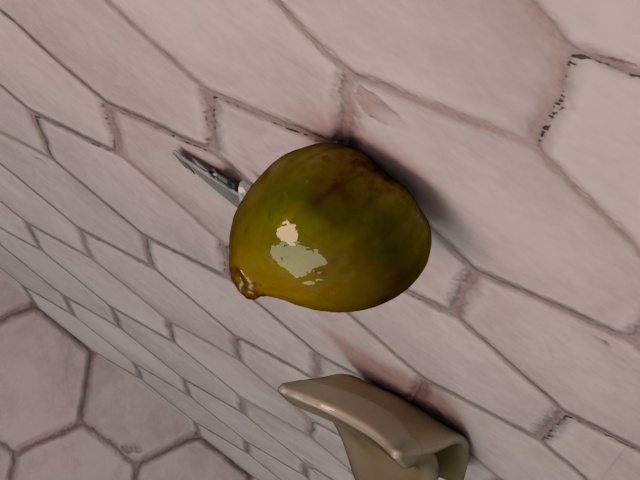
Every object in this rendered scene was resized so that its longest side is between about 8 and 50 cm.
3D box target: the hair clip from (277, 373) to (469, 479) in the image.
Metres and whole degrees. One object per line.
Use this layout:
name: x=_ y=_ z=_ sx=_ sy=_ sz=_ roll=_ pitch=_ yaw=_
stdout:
hair clip: x=0.084 y=0.227 z=1.801 sx=0.172 sy=0.113 sz=0.282 roll=26 pitch=158 yaw=32

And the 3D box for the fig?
fig: x=0.007 y=-0.009 z=1.186 sx=0.153 sy=0.121 sz=0.136 roll=-15 pitch=126 yaw=42

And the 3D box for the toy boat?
toy boat: x=-0.076 y=-0.031 z=1.456 sx=0.149 sy=0.034 sz=0.105 roll=18 pitch=156 yaw=48
